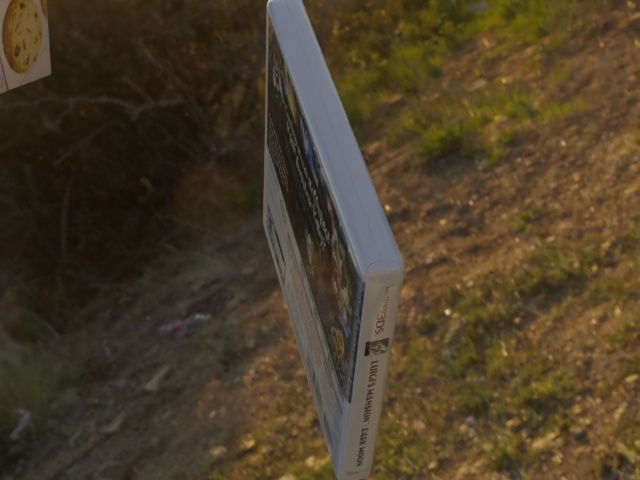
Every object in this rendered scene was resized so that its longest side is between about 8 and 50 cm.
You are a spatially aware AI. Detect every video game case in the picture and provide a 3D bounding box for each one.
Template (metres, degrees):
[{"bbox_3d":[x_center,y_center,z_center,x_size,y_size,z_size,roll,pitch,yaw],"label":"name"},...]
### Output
[{"bbox_3d":[0.000,0.000,0.561,0.022,0.173,0.190,-9,50,-11],"label":"video game case"}]

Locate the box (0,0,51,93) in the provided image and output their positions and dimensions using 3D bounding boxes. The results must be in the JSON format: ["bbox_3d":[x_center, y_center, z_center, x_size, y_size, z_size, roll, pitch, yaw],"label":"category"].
[{"bbox_3d":[-0.220,-0.245,0.673,0.063,0.324,0.067,28,40,26],"label":"box"}]
